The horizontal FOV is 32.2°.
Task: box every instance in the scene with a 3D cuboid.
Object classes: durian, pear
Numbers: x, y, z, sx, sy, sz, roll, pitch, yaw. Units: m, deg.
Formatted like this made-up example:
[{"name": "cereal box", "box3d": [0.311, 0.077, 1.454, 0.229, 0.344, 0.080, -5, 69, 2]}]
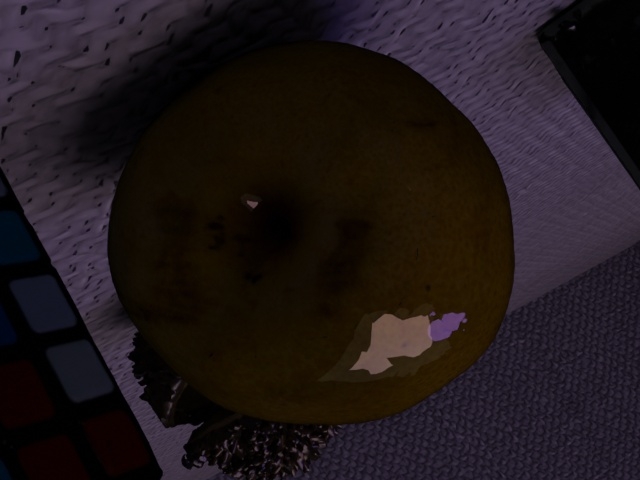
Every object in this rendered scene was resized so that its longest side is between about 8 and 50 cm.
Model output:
[{"name": "durian", "box3d": [-0.059, 0.112, 0.918, 0.167, 0.196, 0.196, -32, 168, -5]}, {"name": "pear", "box3d": [0.000, 0.000, 0.586, 0.209, 0.209, 0.209, -30, 167, -7]}]

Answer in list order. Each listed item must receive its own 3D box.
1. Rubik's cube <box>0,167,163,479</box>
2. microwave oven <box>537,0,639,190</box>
[{"name": "Rubik's cube", "box3d": [-0.212, 0.084, 0.460, 0.184, 0.187, 0.182, -40, 165, 30]}, {"name": "microwave oven", "box3d": [0.392, -0.158, 0.865, 0.355, 0.218, 0.286, -35, 168, 17]}]
